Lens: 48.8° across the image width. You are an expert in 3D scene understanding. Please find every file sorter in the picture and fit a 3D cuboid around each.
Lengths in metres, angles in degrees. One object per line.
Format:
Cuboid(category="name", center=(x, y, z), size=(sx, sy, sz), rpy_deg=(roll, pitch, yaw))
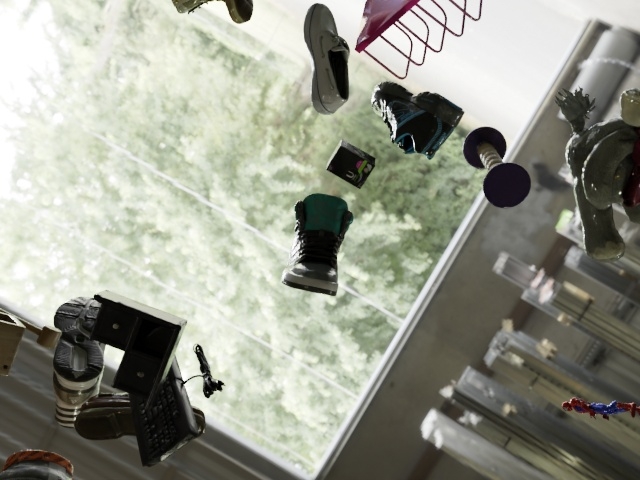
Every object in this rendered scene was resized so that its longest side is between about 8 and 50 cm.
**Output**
Cuboid(category="file sorter", center=(0.260, -0.590, 1.831), size=(0.182, 0.290, 0.202), rpy_deg=(30, -127, -25))

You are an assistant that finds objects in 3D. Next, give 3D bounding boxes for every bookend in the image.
Cuboid(category="bookend", center=(-0.332, 0.186, 1.214), size=(0.157, 0.156, 0.072), rpy_deg=(22, -179, -2))

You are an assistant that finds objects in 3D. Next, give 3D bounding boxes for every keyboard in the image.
Cuboid(category="keyboard", center=(-0.298, 0.295, 1.419), size=(0.033, 0.201, 0.317), rpy_deg=(57, 176, -34))

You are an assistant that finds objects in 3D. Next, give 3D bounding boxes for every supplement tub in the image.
Cuboid(category="supplement tub", center=(-0.638, 0.628, 1.511), size=(0.193, 0.193, 0.316), rpy_deg=(25, -142, -25))

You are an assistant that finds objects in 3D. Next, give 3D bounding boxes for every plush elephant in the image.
Cuboid(category="plush elephant", center=(0.591, -0.164, 1.255), size=(0.271, 0.330, 0.255), rpy_deg=(-18, 176, -40))

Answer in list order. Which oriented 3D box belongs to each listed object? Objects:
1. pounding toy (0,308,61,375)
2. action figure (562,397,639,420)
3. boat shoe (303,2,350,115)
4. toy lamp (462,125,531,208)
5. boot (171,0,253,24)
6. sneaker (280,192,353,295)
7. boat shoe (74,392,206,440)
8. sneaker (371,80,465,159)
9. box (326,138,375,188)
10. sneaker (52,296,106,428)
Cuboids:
Cuboid(category="pounding toy", center=(-0.552, 0.170, 1.190), size=(0.206, 0.094, 0.181), rpy_deg=(23, 172, -31))
Cuboid(category="action figure", center=(0.384, 0.233, 0.974), size=(0.038, 0.030, 0.115), rpy_deg=(18, 166, -33))
Cuboid(category="boat shoe", center=(0.024, -0.352, 1.341), size=(0.083, 0.227, 0.075), rpy_deg=(2, 168, -44))
Cuboid(category="toy lamp", center=(0.282, -0.133, 1.158), size=(0.080, 0.080, 0.275), rpy_deg=(28, -160, -9))
Cuboid(category="boot", center=(-0.238, -0.525, 1.516), size=(0.077, 0.165, 0.213), rpy_deg=(19, -130, -60))
Cuboid(category="sneaker", center=(0.000, 0.000, 1.369), size=(0.123, 0.179, 0.295), rpy_deg=(12, -173, -7))
Cuboid(category="boat shoe", center=(-0.409, 0.394, 1.637), size=(0.307, 0.111, 0.104), rpy_deg=(2, -149, 5))
Cuboid(category="sneaker", center=(0.194, -0.285, 1.662), size=(0.125, 0.140, 0.341), rpy_deg=(25, -174, -25))
Cuboid(category="box", center=(0.062, -0.157, 1.447), size=(0.083, 0.062, 0.052), rpy_deg=(29, -156, -8))
Cuboid(category="sneaker", center=(-0.690, 0.355, 1.997), size=(0.169, 0.258, 0.447), rpy_deg=(11, -157, -15))
